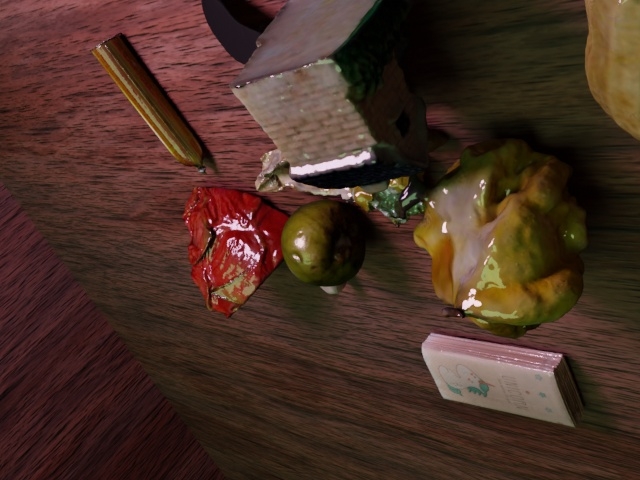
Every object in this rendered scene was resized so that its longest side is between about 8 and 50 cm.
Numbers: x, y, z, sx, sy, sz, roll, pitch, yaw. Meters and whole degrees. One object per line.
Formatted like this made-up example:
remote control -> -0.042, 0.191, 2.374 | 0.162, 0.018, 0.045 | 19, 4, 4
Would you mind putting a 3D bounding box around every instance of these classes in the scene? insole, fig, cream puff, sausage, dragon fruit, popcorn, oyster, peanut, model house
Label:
insole -> -0.141, -0.355, 1.341 | 0.348, 0.009, 0.119 | 45, 156, 50
fig -> 0.000, 0.000, 1.593 | 0.181, 0.181, 0.191 | 61, 169, -28
cream puff -> 0.132, -0.102, 1.389 | 0.156, 0.156, 0.121 | 90, 168, -51
sausage -> -0.373, -0.299, 1.747 | 0.082, 0.082, 0.371 | -8, 124, 52
dragon fruit -> -0.220, 0.009, 1.866 | 0.330, 0.302, 0.240 | 40, 178, 21
popcorn -> 0.286, -0.002, 1.217 | 0.297, 0.281, 0.315 | -20, 74, 61
oyster -> -0.023, -0.150, 1.519 | 0.233, 0.107, 0.161 | -7, 134, 34
peanut -> 0.388, -0.240, 0.904 | 0.147, 0.147, 0.305 | 18, 143, 34
model house -> 0.057, -0.224, 1.146 | 0.243, 0.298, 0.284 | -4, 132, 35

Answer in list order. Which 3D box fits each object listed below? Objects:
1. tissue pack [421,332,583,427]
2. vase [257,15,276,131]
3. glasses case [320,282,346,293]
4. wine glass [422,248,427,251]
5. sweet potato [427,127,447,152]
tissue pack -> 0.378, 0.290, 1.623 | 0.326, 0.071, 0.170 | 3, 129, 45
vase -> -0.069, -0.287, 1.396 | 0.115, 0.115, 0.237 | 36, 151, 10
glasses case -> -0.009, 0.036, 1.727 | 0.051, 0.081, 0.204 | -11, 128, 48
wine glass -> 0.235, 0.017, 1.480 | 0.083, 0.039, 0.042 | 13, 147, 43
sweet potato -> 0.105, -0.164, 1.298 | 0.219, 0.065, 0.051 | -8, 141, -3
